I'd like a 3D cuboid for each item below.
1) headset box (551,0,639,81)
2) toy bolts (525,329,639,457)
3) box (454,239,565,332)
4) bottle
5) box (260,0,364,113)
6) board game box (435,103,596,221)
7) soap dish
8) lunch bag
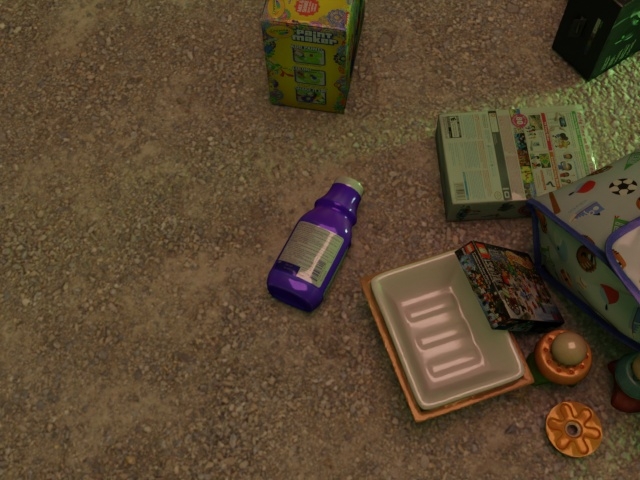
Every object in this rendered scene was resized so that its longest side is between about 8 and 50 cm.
[{"bbox_3d":[0.669,-0.517,1.677,0.283,0.246,0.131,-32,67,-13],"label":"headset box"},{"bbox_3d":[0.501,0.262,1.350,0.229,0.158,0.218,-2,64,0],"label":"toy bolts"},{"bbox_3d":[0.354,0.089,1.414,0.044,0.233,0.159,-37,62,30],"label":"box"},{"bbox_3d":[0.000,0.000,1.524,0.118,0.092,0.282,23,67,11],"label":"bottle"},{"bbox_3d":[-0.008,-0.481,1.655,0.177,0.279,0.289,9,65,6],"label":"box"},{"bbox_3d":[0.406,-0.161,1.593,0.304,0.097,0.223,-3,65,1],"label":"board game box"},{"bbox_3d":[0.227,0.173,1.421,0.229,0.118,0.290,-17,65,-7],"label":"soap dish"},{"bbox_3d":[0.607,0.008,1.347,0.328,0.238,0.385,-26,35,-5],"label":"lunch bag"}]
